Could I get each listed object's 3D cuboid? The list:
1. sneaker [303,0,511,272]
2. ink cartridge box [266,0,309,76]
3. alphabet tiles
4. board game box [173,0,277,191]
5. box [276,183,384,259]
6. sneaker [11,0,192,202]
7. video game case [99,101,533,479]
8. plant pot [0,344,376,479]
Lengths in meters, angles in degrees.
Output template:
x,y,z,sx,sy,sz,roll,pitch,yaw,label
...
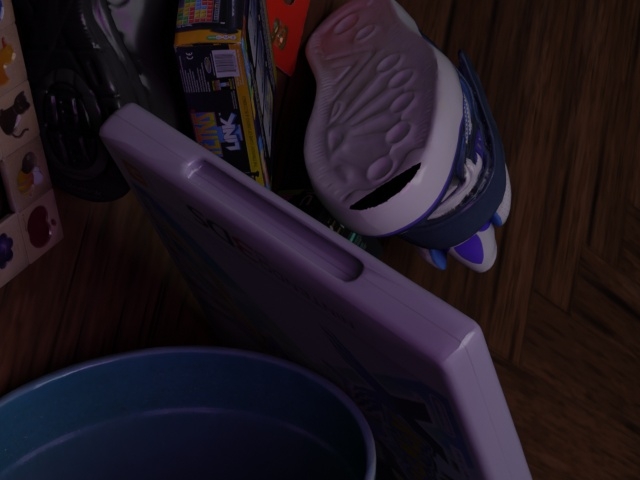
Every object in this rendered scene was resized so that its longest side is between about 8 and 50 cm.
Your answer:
x,y,z,sx,sy,sz,roll,pitch,yaw,label
0.095,-0.044,1.199,0.236,0.130,0.323,51,15,-29,sneaker
-0.055,-0.264,1.172,0.232,0.066,0.189,31,64,-42,ink cartridge box
-0.238,-0.059,0.908,0.198,0.009,0.237,-44,135,-48,alphabet tiles
-0.064,-0.127,1.068,0.170,0.048,0.141,83,6,-51,board game box
0.000,0.000,1.216,0.083,0.062,0.052,53,50,-35,box
-0.150,-0.177,1.022,0.130,0.109,0.286,-32,122,-55,sneaker
0.013,0.082,0.986,0.036,0.300,0.329,-45,143,-16,video game case
-0.092,0.243,0.948,0.271,0.272,0.255,-39,133,-46,plant pot
